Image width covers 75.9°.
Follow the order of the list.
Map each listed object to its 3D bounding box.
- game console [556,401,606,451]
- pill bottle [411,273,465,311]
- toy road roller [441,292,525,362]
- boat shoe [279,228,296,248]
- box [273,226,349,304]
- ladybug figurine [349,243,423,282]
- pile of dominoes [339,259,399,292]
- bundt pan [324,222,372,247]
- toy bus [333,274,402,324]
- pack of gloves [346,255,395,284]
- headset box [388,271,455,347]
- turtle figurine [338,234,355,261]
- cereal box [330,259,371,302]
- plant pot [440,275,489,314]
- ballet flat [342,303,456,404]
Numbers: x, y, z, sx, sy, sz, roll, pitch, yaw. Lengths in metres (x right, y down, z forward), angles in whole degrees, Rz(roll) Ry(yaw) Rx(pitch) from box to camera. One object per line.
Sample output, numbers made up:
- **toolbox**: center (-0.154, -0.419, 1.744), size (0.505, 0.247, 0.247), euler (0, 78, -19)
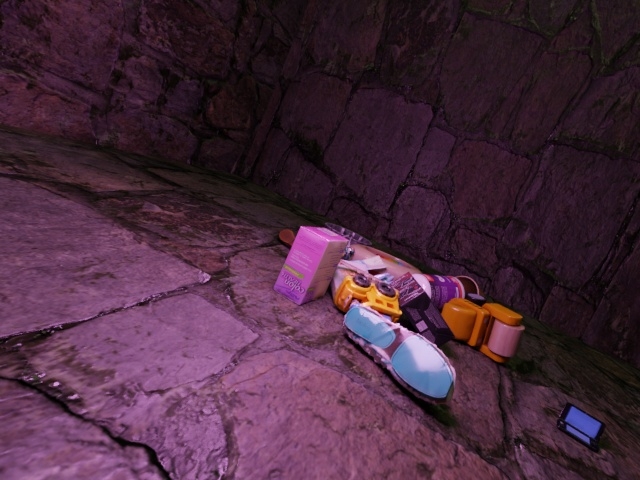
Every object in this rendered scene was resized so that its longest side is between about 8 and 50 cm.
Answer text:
- **game console**: center (0.831, 0.591, 1.305), size (0.122, 0.071, 0.107), euler (29, 11, 30)
- **pill bottle**: center (0.513, 0.251, 1.941), size (0.323, 0.181, 0.181), euler (7, 18, -30)
- **toy road roller**: center (0.662, 0.366, 1.754), size (0.241, 0.202, 0.329), euler (4, 14, -29)
- **boat shoe**: center (-0.145, 0.011, 2.091), size (0.207, 0.073, 0.073), euler (42, -17, 51)
- **box**: center (-0.028, 0.083, 1.457), size (0.117, 0.243, 0.213), euler (27, 11, 19)
- **ladybug figurine**: center (0.327, 0.161, 2.105), size (0.449, 0.161, 0.305), euler (22, 10, -10)
- **pile of dominoes**: center (0.164, 0.142, 1.586), size (0.251, 0.040, 0.196), euler (27, 2, -16)
- **bundt pan**: center (0.156, 0.007, 2.622), size (0.331, 0.124, 0.331), euler (24, 10, -5)
- **toy bus**: center (0.167, 0.246, 1.427), size (0.220, 0.149, 0.211), euler (20, 26, -10)
- **pack of gloves**: center (0.219, 0.142, 1.853), size (0.232, 0.046, 0.195), euler (-9, 48, -24)
- **headset box**: center (0.381, 0.262, 1.601), size (0.218, 0.110, 0.293), euler (55, 6, -9)
- **turtle figurine**: center (0.088, 0.065, 1.942), size (0.175, 0.234, 0.118), euler (15, -46, 59)
- **cereal box**: center (0.122, 0.170, 1.652), size (0.173, 0.047, 0.240), euler (13, 34, -17)
- **plant pot**: center (0.764, 0.340, 2.095), size (0.254, 0.237, 0.237), euler (32, 5, -30)
- **ballet flat**: center (0.230, 0.321, 1.181), size (0.147, 0.147, 0.409), euler (15, 14, -42)
